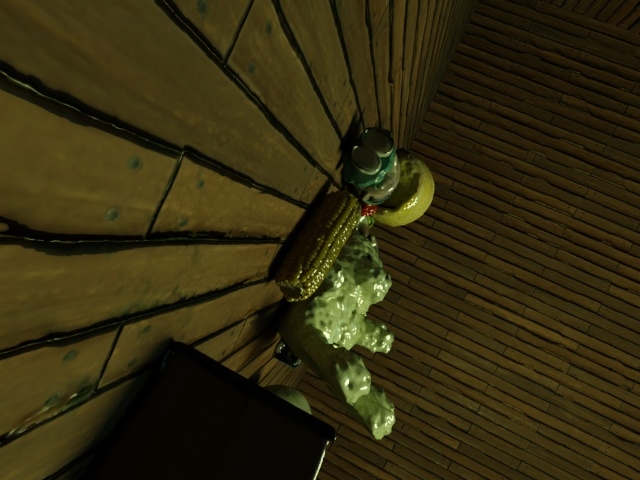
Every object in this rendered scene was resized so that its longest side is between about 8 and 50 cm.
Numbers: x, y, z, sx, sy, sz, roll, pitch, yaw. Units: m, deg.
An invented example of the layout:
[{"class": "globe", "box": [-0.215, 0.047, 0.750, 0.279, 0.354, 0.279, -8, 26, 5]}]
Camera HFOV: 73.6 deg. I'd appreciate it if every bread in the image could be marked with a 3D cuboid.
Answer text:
[{"class": "bread", "box": [0.166, -0.130, 1.013, 0.197, 0.197, 0.170, -66, 159, 6]}]

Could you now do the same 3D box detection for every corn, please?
[{"class": "corn", "box": [0.000, 0.000, 0.709, 0.238, 0.080, 0.080, -55, 167, -37]}]

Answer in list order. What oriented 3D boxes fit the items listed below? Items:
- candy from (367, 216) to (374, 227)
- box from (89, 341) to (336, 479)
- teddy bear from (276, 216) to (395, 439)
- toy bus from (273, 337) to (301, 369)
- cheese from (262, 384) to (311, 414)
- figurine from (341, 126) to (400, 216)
[{"class": "candy", "box": [0.085, -0.007, 1.255, 0.073, 0.077, 0.262, -77, -170, -45]}, {"class": "box", "box": [-0.099, 0.246, 0.464, 0.153, 0.188, 0.252, -60, 172, -29]}, {"class": "teddy bear", "box": [0.093, 0.124, 0.889, 0.362, 0.375, 0.327, -41, 124, -16]}, {"class": "toy bus", "box": [-0.048, 0.226, 1.063, 0.167, 0.073, 0.076, -61, 174, -2]}, {"class": "cheese", "box": [-0.109, 0.402, 0.914, 0.189, 0.154, 0.198, 17, 102, -61]}, {"class": "figurine", "box": [0.093, -0.131, 0.822, 0.138, 0.110, 0.245, -55, 168, 0]}]
